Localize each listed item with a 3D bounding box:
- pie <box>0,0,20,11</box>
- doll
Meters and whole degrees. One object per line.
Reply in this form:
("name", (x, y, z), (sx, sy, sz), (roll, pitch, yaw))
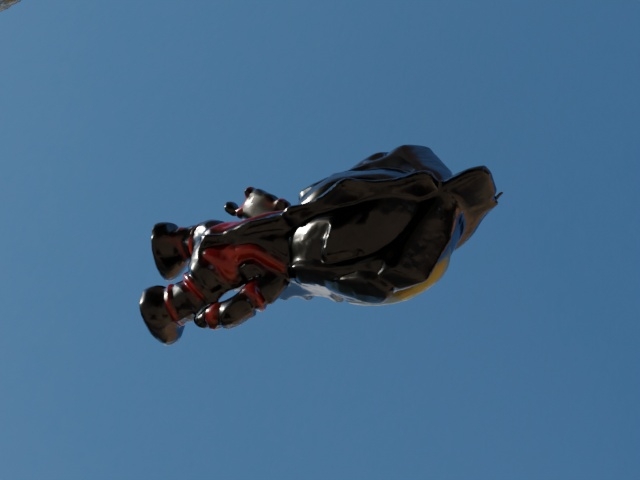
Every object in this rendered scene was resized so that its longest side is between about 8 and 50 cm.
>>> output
("pie", (-0.147, -0.232, 1.032), (0.337, 0.337, 0.075), (-32, -81, 17))
("doll", (0.001, 0.000, 1.065), (0.249, 0.088, 0.127), (-19, -112, 17))
